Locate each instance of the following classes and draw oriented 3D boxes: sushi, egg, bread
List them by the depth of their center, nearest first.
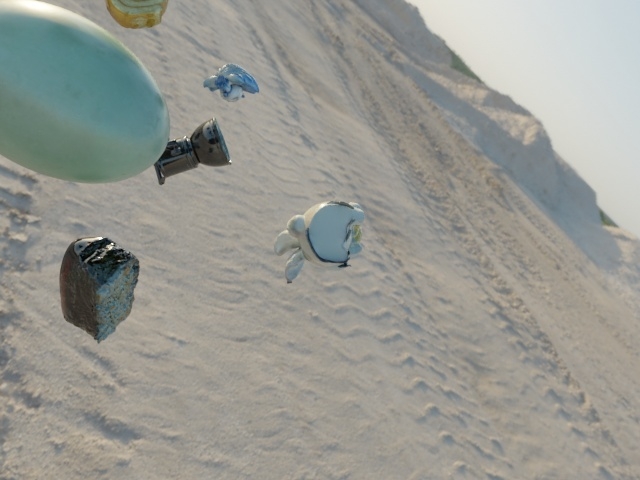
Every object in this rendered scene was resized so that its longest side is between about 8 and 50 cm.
[{"bbox_3d":[-0.451,-0.250,0.936,0.389,0.276,0.276,25,29,-25],"label":"egg"},{"bbox_3d":[-0.463,0.101,1.141,0.126,0.225,0.136,25,37,10],"label":"sushi"},{"bbox_3d":[-0.420,-0.555,1.251,0.149,0.073,0.122,-25,91,-25],"label":"bread"}]

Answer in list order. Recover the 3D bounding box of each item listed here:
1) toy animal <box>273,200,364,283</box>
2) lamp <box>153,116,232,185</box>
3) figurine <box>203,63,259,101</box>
[{"bbox_3d":[0.007,0.002,1.506,0.310,0.248,0.182,144,-67,-77],"label":"toy animal"},{"bbox_3d":[-0.388,-0.253,1.552,0.172,0.228,0.147,83,-12,-78],"label":"lamp"},{"bbox_3d":[-0.176,-0.321,1.122,0.114,0.114,0.078,6,79,-56],"label":"figurine"}]
